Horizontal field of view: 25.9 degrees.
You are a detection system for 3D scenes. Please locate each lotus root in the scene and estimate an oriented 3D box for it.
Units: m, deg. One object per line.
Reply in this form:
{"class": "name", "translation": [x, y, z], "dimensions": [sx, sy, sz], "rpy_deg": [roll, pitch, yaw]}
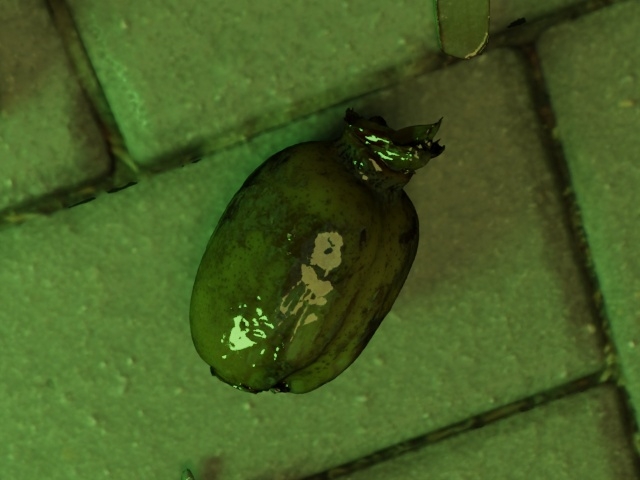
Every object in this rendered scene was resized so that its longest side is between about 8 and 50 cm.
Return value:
{"class": "lotus root", "translation": [-0.001, -0.001, 1.081], "dimensions": [0.154, 0.154, 0.278], "rpy_deg": [25, 109, -17]}

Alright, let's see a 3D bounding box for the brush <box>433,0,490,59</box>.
{"class": "brush", "translation": [0.102, -0.297, 1.031], "dimensions": [0.085, 0.020, 0.337], "rpy_deg": [-6, 115, -7]}

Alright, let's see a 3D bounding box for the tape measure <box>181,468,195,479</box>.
{"class": "tape measure", "translation": [-0.109, 0.320, 1.230], "dimensions": [0.178, 0.105, 0.196], "rpy_deg": [34, 107, -27]}
